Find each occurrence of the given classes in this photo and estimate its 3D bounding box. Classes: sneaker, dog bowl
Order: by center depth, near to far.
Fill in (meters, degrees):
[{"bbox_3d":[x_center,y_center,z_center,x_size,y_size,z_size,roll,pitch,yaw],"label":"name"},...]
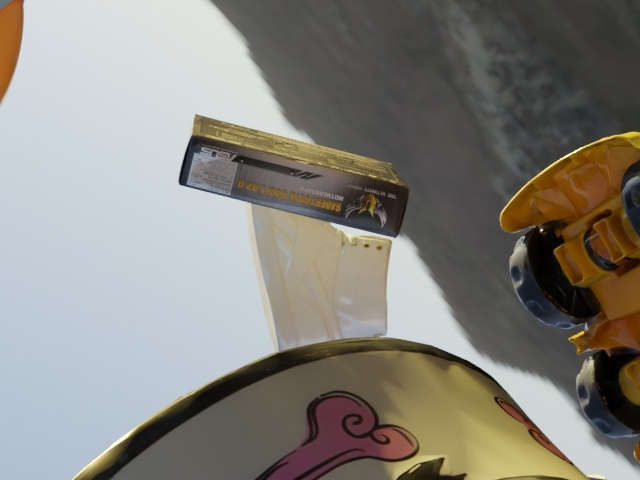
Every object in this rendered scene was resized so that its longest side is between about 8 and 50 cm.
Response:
[{"bbox_3d":[0.018,0.256,0.682,0.150,0.408,0.408,25,169,44],"label":"dog bowl"},{"bbox_3d":[0.000,0.000,1.980,0.108,0.169,0.292,96,162,-67],"label":"sneaker"}]

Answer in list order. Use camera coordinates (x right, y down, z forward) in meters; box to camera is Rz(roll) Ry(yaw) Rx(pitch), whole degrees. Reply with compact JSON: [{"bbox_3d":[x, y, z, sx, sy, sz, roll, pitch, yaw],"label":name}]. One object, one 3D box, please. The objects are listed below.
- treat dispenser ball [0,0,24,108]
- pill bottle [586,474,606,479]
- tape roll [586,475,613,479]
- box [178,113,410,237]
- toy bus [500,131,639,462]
[{"bbox_3d":[-0.351,-0.162,1.119,0.288,0.288,0.288,47,-173,-8],"label":"treat dispenser ball"},{"bbox_3d":[0.365,0.355,2.133,0.043,0.043,0.083,-85,-9,-80],"label":"pill bottle"},{"bbox_3d":[0.332,0.317,1.847,0.189,0.080,0.189,9,172,1],"label":"tape roll"},{"bbox_3d":[-0.031,-0.070,1.689,0.231,0.056,0.183,14,-171,-7],"label":"box"},{"bbox_3d":[0.269,0.026,1.162,0.211,0.149,0.220,-17,-104,-45],"label":"toy bus"}]
